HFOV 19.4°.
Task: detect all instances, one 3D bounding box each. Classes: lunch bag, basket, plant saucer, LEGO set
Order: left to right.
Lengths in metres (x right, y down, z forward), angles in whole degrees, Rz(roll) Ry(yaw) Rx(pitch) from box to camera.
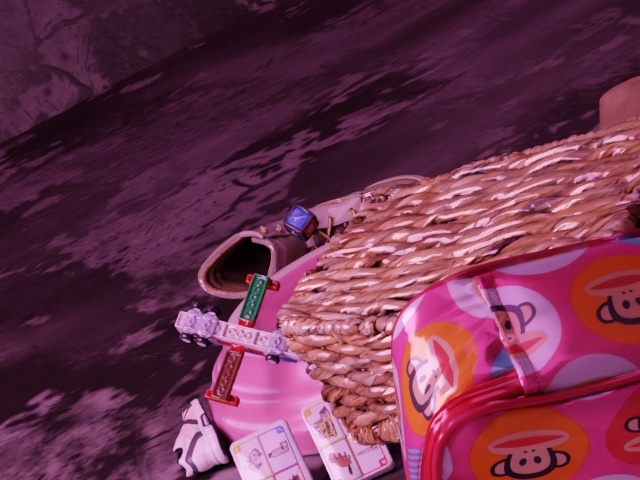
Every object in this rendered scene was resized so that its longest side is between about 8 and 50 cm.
[{"bbox_3d":[-0.008,0.094,1.515,0.182,0.244,0.060,-27,-26,0],"label":"LEGO set"},{"bbox_3d":[0.045,0.067,1.649,0.332,0.084,0.332,-22,19,8],"label":"plant saucer"},{"bbox_3d":[0.151,0.076,1.271,0.299,0.223,0.213,-14,26,38],"label":"basket"},{"bbox_3d":[0.191,0.113,1.079,0.293,0.258,0.120,-13,46,-4],"label":"lunch bag"}]

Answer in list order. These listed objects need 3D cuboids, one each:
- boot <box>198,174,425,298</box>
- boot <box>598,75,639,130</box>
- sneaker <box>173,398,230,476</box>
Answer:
[{"bbox_3d":[0.000,0.000,1.829,0.213,0.077,0.165,-21,-3,30],"label":"boot"},{"bbox_3d":[0.240,-0.038,1.571,0.236,0.089,0.269,2,40,12],"label":"boot"},{"bbox_3d":[-0.112,0.171,1.626,0.044,0.040,0.109,-29,18,-4],"label":"sneaker"}]
